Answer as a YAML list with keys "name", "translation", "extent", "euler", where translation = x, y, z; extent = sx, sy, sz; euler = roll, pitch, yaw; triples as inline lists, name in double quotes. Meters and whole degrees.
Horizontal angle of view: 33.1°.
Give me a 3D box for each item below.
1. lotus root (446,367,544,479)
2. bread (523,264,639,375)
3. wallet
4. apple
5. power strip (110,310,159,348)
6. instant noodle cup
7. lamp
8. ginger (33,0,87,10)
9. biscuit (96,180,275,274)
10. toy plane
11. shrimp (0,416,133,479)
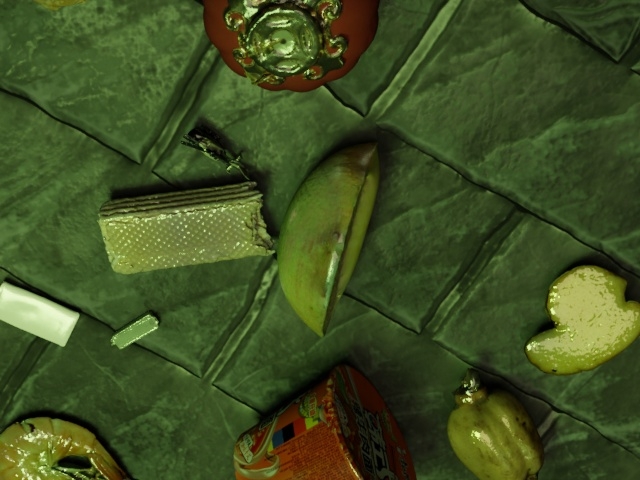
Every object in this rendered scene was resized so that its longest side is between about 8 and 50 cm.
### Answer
- name: "lotus root"
  translation: [0.261, 0.292, 1.654]
  extent: [0.125, 0.118, 0.221]
  euler: [-42, 105, -28]
- name: "bread"
  translation: [0.385, 0.117, 1.621]
  extent: [0.187, 0.065, 0.149]
  euler: [-35, 99, 14]
- name: "wallet"
  translation: [-0.423, 0.108, 1.593]
  extent: [0.122, 0.025, 0.061]
  euler: [25, 111, -12]
- name: "apple"
  translation: [0.000, 0.000, 1.489]
  extent: [0.119, 0.193, 0.265]
  euler: [15, 114, 2]
- name: "power strip"
  translation: [-0.279, 0.135, 1.615]
  extent: [0.083, 0.017, 0.027]
  euler: [-30, 110, 9]
- name: "instant noodle cup"
  translation: [0.003, 0.336, 1.599]
  extent: [0.192, 0.250, 0.250]
  euler: [-29, 111, 17]
- name: "lamp"
  translation: [-0.037, -0.298, 1.355]
  extent: [0.226, 0.227, 0.227]
  euler: [-1, 112, -2]
- name: "ginger"
  translation: [-0.372, -0.371, 1.379]
  extent: [0.095, 0.069, 0.190]
  euler: [-45, 108, -9]
- name: "biscuit"
  translation: [-0.188, -0.017, 1.528]
  extent: [0.238, 0.062, 0.108]
  euler: [-7, 127, 1]
- name: "toy plane"
  translation: [-0.146, -0.124, 1.501]
  extent: [0.120, 0.049, 0.031]
  euler: [31, 109, -32]
- name: "shrimp"
  translation: [-0.381, 0.359, 1.682]
  extent: [0.267, 0.061, 0.145]
  euler: [26, 99, -10]
